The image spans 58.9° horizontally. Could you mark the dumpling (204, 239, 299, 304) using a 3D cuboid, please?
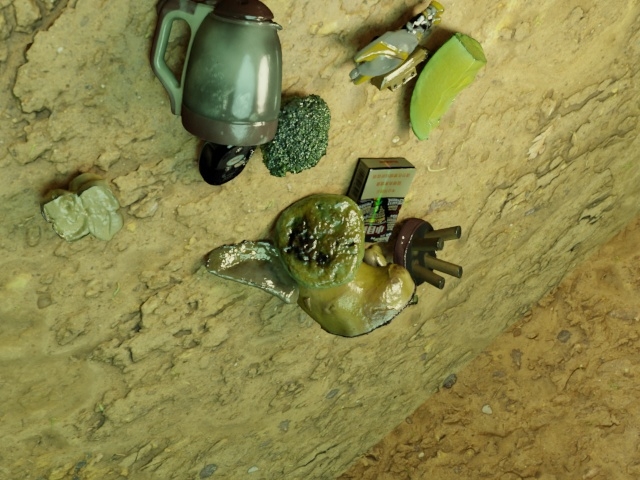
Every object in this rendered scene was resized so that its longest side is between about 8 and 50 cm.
[{"bbox_3d":[-0.211,0.087,1.859,0.332,0.086,0.166,26,68,-21],"label":"dumpling"}]

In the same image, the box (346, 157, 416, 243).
[{"bbox_3d":[0.183,-0.133,1.937,0.198,0.084,0.310,-5,129,-31],"label":"box"}]

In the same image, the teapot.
[{"bbox_3d":[-0.238,-0.415,1.323,0.314,0.233,0.312,9,118,-7],"label":"teapot"}]

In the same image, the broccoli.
[{"bbox_3d":[-0.069,-0.288,1.559,0.198,0.176,0.226,22,124,-25],"label":"broccoli"}]

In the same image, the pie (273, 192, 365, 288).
[{"bbox_3d":[0.000,0.000,1.819,0.323,0.323,0.070,-31,180,-7],"label":"pie"}]

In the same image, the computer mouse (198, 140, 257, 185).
[{"bbox_3d":[-0.254,-0.237,1.511,0.137,0.096,0.233,-23,167,-35],"label":"computer mouse"}]

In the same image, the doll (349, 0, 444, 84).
[{"bbox_3d":[0.207,-0.544,1.575,0.316,0.145,0.103,-40,106,-5],"label":"doll"}]

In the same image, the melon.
[{"bbox_3d":[0.364,-0.464,1.727,0.196,0.124,0.323,-9,142,-49],"label":"melon"}]

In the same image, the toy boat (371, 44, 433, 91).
[{"bbox_3d":[0.242,-0.504,1.664,0.200,0.057,0.077,-37,143,-2],"label":"toy boat"}]

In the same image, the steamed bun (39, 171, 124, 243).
[{"bbox_3d":[-0.595,-0.079,1.441,0.177,0.106,0.192,-27,129,-6],"label":"steamed bun"}]

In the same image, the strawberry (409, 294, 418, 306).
[{"bbox_3d":[0.229,0.281,2.306,0.306,0.138,0.233,-35,171,27],"label":"strawberry"}]

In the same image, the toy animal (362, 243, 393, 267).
[{"bbox_3d":[0.201,0.120,2.162,0.168,0.121,0.233,9,133,-20],"label":"toy animal"}]

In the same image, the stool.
[{"bbox_3d":[0.406,0.054,2.109,0.272,0.178,0.272,-11,104,-50],"label":"stool"}]

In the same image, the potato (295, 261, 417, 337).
[{"bbox_3d":[0.086,0.137,1.936,0.397,0.290,0.296,-18,121,27],"label":"potato"}]
